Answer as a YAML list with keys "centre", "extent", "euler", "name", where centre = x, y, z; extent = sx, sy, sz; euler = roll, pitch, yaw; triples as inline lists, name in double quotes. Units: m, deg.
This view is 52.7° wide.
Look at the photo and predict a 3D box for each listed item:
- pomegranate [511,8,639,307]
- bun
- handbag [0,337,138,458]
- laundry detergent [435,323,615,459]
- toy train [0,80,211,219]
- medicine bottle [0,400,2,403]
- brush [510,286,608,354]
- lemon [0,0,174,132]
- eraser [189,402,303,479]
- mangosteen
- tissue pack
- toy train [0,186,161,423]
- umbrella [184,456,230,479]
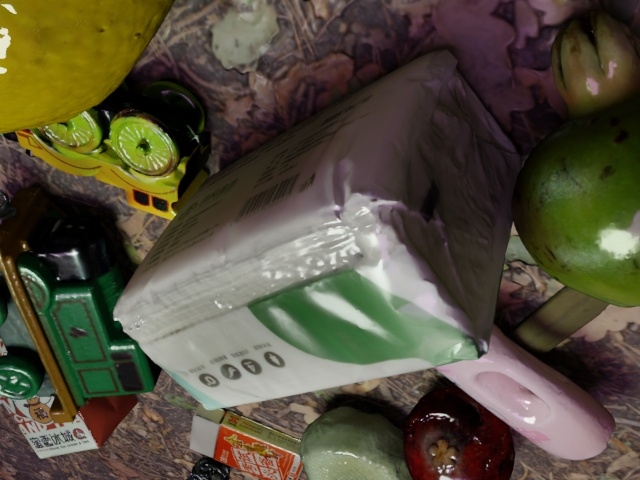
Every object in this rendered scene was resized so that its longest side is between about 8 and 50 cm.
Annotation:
- centre: [0.238, -0.051, 0.550]
  extent: [0.159, 0.190, 0.241]
  euler: [-10, 128, 50]
  name: "pomegranate"
- centre: [0.061, 0.344, 1.054]
  extent: [0.196, 0.118, 0.195]
  euler: [10, 137, 9]
  name: "bun"
- centre: [-0.496, 0.241, 1.208]
  extent: [0.171, 0.151, 0.298]
  euler: [-17, 106, 23]
  name: "handbag"
- centre: [0.203, 0.150, 0.812]
  extent: [0.335, 0.087, 0.159]
  euler: [37, 161, -9]
  name: "laundry detergent"
- centre: [-0.272, -0.134, 0.768]
  extent: [0.296, 0.100, 0.160]
  euler: [20, 138, 7]
  name: "toy train"
- centre: [-0.664, 0.262, 1.189]
  extent: [0.108, 0.108, 0.426]
  euler: [31, 164, -5]
  name: "medicine bottle"
- centre: [0.314, 0.061, 0.723]
  extent: [0.054, 0.048, 0.282]
  euler: [28, 139, -4]
  name: "brush"
- centre: [-0.264, -0.244, 0.511]
  extent: [0.336, 0.336, 0.336]
  euler: [13, 135, 13]
  name: "lemon"
- centre: [-0.143, 0.404, 1.264]
  extent: [0.230, 0.038, 0.157]
  euler: [21, 137, 4]
  name: "eraser"
- centre: [0.198, 0.295, 0.926]
  extent: [0.166, 0.166, 0.180]
  euler: [5, 163, 21]
  name: "mangosteen"
- centre: [0.001, 0.001, 0.650]
  extent: [0.357, 0.266, 0.194]
  euler: [-22, 119, 39]
  name: "tissue pack"
- centre: [-0.384, 0.106, 0.989]
  extent: [0.249, 0.178, 0.429]
  euler: [-3, 126, 2]
  name: "toy train"
- centre: [-0.247, 0.508, 1.391]
  extent: [0.080, 0.071, 0.224]
  euler: [22, 146, -9]
  name: "umbrella"
